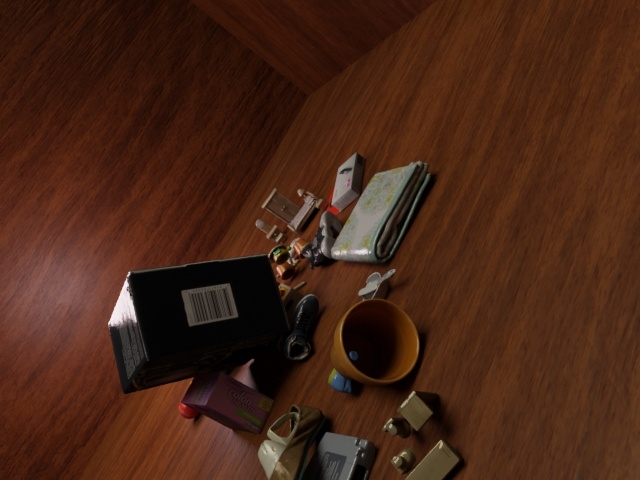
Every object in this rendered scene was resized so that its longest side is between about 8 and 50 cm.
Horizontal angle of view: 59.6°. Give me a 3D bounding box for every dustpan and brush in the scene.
[{"bbox_3d":[0.168,0.138,1.652,0.211,0.060,0.147,-33,29,45],"label":"dustpan and brush"}]

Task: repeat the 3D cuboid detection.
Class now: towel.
[{"bbox_3d":[0.204,-0.088,1.902,0.374,0.090,0.321,-60,17,-13],"label":"towel"}]

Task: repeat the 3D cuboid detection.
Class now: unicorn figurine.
[{"bbox_3d":[-0.113,0.045,2.433,0.161,0.060,0.111,-55,21,-2],"label":"unicorn figurine"}]

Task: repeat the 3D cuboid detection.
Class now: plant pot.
[{"bbox_3d":[0.115,0.271,1.401,0.205,0.205,0.188,-67,7,-29],"label":"plant pot"}]

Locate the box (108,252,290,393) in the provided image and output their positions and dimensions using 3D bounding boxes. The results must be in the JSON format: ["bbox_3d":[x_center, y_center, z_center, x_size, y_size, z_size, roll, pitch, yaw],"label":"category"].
[{"bbox_3d":[-0.436,0.291,1.935,0.472,0.481,0.297,-43,60,54],"label":"box"}]

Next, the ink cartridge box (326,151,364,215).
[{"bbox_3d":[0.086,-0.225,2.421,0.239,0.060,0.275,-39,25,34],"label":"ink cartridge box"}]

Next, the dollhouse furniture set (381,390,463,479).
[{"bbox_3d":[0.221,0.416,1.142,0.144,0.123,0.151,-52,55,9],"label":"dollhouse furniture set"}]

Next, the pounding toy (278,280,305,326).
[{"bbox_3d":[-0.137,0.216,2.166,0.181,0.094,0.206,-58,21,-8],"label":"pounding toy"}]

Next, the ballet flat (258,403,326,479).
[{"bbox_3d":[-0.080,0.509,1.378,0.342,0.124,0.116,-52,-14,-68],"label":"ballet flat"}]

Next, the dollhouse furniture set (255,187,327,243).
[{"bbox_3d":[-0.160,-0.122,2.626,0.303,0.174,0.355,-55,18,1],"label":"dollhouse furniture set"}]

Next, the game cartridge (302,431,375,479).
[{"bbox_3d":[0.010,0.598,1.292,0.198,0.062,0.297,-27,34,60],"label":"game cartridge"}]

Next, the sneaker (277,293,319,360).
[{"bbox_3d":[-0.056,0.293,1.858,0.226,0.086,0.163,-62,14,-3],"label":"sneaker"}]

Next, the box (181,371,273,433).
[{"bbox_3d":[-0.315,0.542,1.874,0.243,0.214,0.117,-22,37,55],"label":"box"}]

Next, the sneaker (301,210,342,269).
[{"bbox_3d":[0.000,0.000,2.186,0.153,0.101,0.268,-40,27,30],"label":"sneaker"}]

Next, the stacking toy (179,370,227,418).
[{"bbox_3d":[-0.488,0.587,2.324,0.330,0.141,0.141,-59,20,-2],"label":"stacking toy"}]

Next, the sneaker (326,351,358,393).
[{"bbox_3d":[0.096,0.332,1.528,0.209,0.082,0.069,-53,-23,-43],"label":"sneaker"}]

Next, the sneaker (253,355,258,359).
[{"bbox_3d":[-0.284,0.389,2.230,0.064,0.086,0.192,-47,22,21],"label":"sneaker"}]

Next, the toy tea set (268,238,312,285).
[{"bbox_3d":[-0.150,0.133,2.283,0.336,0.200,0.124,-52,58,10],"label":"toy tea set"}]
